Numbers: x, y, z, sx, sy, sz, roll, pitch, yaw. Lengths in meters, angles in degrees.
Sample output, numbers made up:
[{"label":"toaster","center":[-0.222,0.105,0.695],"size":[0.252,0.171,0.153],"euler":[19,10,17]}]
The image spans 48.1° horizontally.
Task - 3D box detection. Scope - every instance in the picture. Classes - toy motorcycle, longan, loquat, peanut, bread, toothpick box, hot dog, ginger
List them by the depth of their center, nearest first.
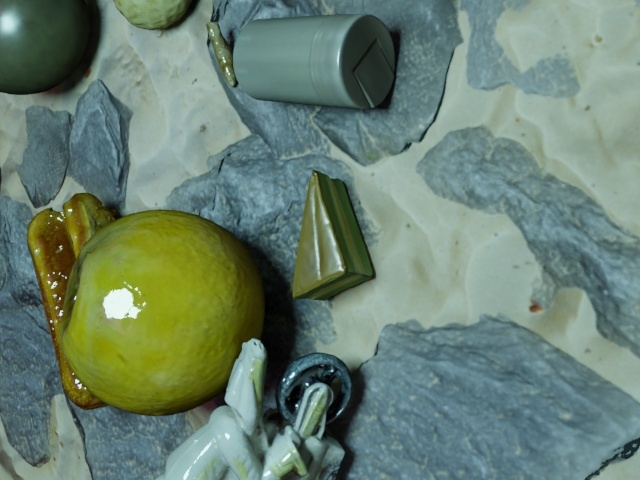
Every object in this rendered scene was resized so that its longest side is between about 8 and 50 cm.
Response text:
[{"label":"toy motorcycle","center":[-0.090,0.277,0.845],"size":[0.108,0.223,0.340],"euler":[41,115,63]},{"label":"bread","center":[-0.001,-0.005,0.885],"size":[0.084,0.074,0.139],"euler":[-28,71,30]},{"label":"toothpick box","center":[-0.009,-0.222,0.889],"size":[0.181,0.111,0.111],"euler":[13,94,39]},{"label":"loquat","center":[-0.190,0.096,0.914],"size":[0.275,0.275,0.274],"euler":[-4,83,38]},{"label":"ginger","center":[-0.139,-0.272,1.046],"size":[0.030,0.048,0.097],"euler":[-21,103,-4]},{"label":"peanut","center":[-0.257,-0.402,1.106],"size":[0.159,0.109,0.140],"euler":[-50,47,37]},{"label":"hot dog","center":[-0.350,0.091,1.126],"size":[0.158,0.117,0.348],"euler":[-28,70,12]},{"label":"longan","center":[-0.516,-0.365,1.237],"size":[0.248,0.248,0.248],"euler":[-4,83,38]}]
